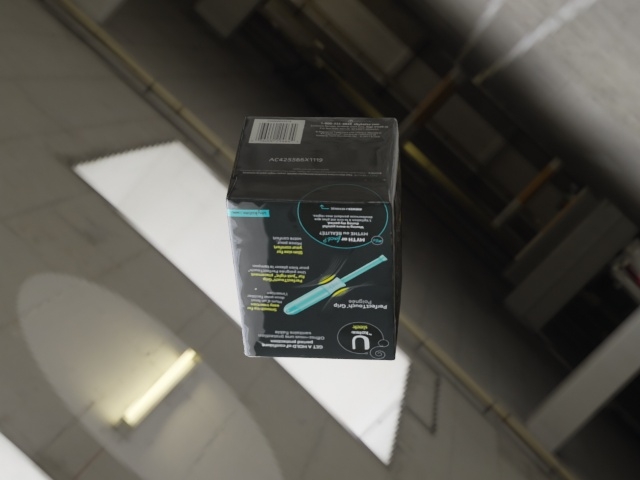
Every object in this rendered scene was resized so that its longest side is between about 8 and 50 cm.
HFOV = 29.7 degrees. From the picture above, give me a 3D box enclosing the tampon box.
[{"bbox_3d":[0.000,0.000,0.913,0.101,0.120,0.161,-81,-9,-48],"label":"tampon box"}]
